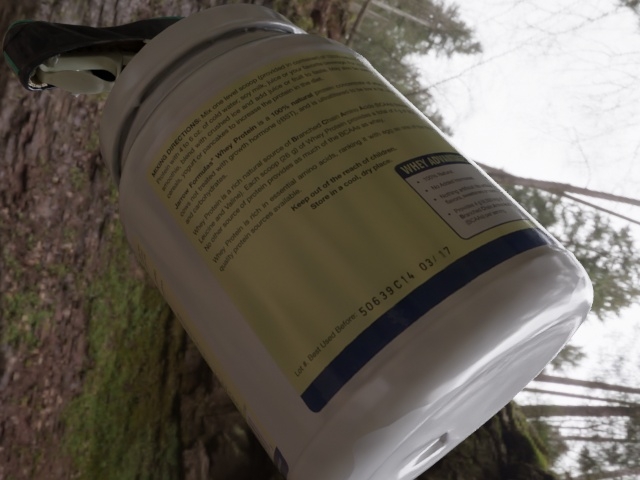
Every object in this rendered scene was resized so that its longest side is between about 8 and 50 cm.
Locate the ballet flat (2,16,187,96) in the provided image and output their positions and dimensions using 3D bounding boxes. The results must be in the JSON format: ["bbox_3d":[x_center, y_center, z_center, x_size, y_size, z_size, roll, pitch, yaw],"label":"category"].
[{"bbox_3d":[-0.186,-0.167,0.631,0.074,0.203,0.074,27,-59,57],"label":"ballet flat"}]

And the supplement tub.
[{"bbox_3d":[0.000,0.000,0.496,0.325,0.235,0.235,50,-57,26],"label":"supplement tub"}]
